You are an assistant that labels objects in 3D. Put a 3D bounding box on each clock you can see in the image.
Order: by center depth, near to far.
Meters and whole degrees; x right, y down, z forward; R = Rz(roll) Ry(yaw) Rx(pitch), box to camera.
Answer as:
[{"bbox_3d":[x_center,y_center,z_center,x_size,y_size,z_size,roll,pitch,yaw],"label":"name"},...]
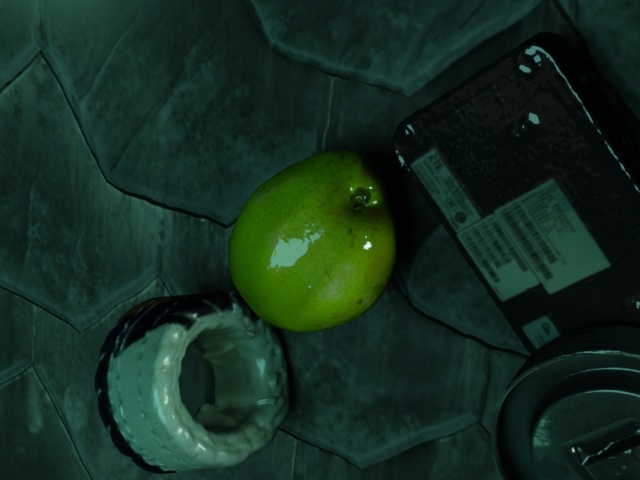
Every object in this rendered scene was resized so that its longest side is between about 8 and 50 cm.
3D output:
[{"bbox_3d":[0.309,0.209,1.205,0.281,0.055,0.280,14,127,20],"label":"clock"}]

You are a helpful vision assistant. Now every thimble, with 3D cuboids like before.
[{"bbox_3d":[-0.152,0.178,1.502,0.150,0.237,0.237,-10,100,43],"label":"thimble"}]

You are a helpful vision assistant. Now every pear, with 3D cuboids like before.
[{"bbox_3d":[0.000,0.000,1.344,0.220,0.187,0.187,-44,77,33],"label":"pear"}]

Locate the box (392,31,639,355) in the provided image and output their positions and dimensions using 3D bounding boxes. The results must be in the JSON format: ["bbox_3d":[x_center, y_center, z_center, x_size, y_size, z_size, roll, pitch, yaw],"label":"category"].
[{"bbox_3d":[0.238,-0.013,1.190,0.211,0.058,0.350,-32,95,41],"label":"box"}]
